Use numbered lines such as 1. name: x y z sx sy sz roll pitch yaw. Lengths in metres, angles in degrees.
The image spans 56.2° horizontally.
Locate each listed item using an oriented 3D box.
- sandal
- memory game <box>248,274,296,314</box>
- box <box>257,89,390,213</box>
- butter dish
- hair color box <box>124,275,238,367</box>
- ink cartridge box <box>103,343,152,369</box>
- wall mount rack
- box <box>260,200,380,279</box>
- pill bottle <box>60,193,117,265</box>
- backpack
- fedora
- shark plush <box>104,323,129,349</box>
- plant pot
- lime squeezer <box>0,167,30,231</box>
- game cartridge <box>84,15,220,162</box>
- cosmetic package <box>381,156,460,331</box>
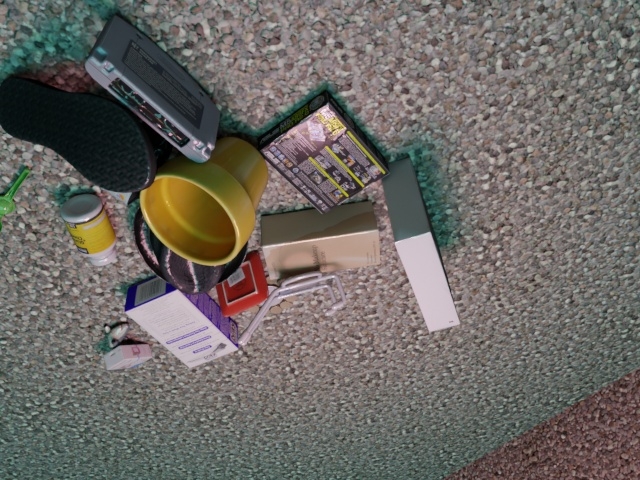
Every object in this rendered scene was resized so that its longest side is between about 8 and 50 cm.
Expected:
1. sandal: -0.486 -0.234 1.237 0.446 0.107 0.167 27 109 22
2. memory game: -0.165 0.169 1.860 0.186 0.012 0.186 -4 134 -4
3. box: 0.010 -0.208 1.480 0.216 0.060 0.270 -32 130 21
4. butter dish: -0.212 0.136 1.746 0.160 0.160 0.118 -25 155 15
5. hair color box: -0.414 0.241 1.832 0.185 0.110 0.339 -22 131 12
6. ink cartridge box: -0.624 0.376 1.938 0.088 0.052 0.122 -32 158 22
7. wall mount rack: -0.093 0.186 1.662 0.304 0.130 0.350 -16 170 -8
8. box: 0.000 0.000 1.638 0.311 0.121 0.148 -9 136 1
9. pill bottle: -0.591 -0.023 1.551 0.103 0.103 0.184 -6 134 -1
10. backpack: -0.434 -0.184 1.374 0.144 0.166 0.188 25 126 -9
11. fedora: -0.333 0.020 1.555 0.334 0.152 0.334 -5 123 -8
12. shark plush: -0.645 0.327 1.925 0.067 0.073 0.161 -20 137 -32
13. plant pot: -0.243 -0.110 1.385 0.254 0.239 0.254 15 133 17
14. lime squeezer: -0.814 -0.062 1.494 0.059 0.110 0.310 33 92 -14
15. game cartridge: -0.332 -0.312 1.234 0.062 0.198 0.297 -34 126 21
16. cosmetic package: 0.262 0.016 1.575 0.097 0.284 0.377 -18 133 10
